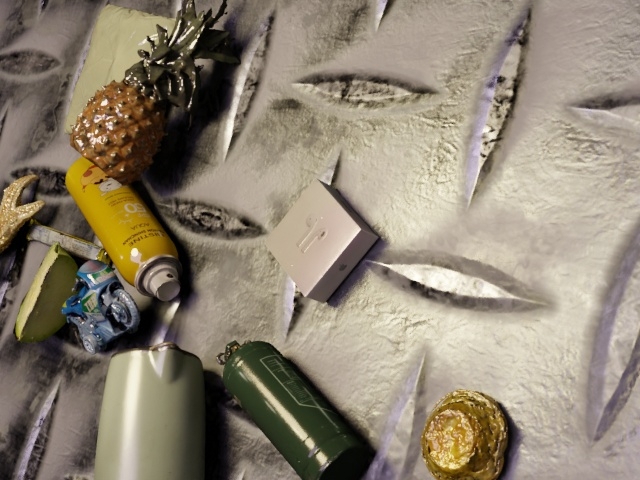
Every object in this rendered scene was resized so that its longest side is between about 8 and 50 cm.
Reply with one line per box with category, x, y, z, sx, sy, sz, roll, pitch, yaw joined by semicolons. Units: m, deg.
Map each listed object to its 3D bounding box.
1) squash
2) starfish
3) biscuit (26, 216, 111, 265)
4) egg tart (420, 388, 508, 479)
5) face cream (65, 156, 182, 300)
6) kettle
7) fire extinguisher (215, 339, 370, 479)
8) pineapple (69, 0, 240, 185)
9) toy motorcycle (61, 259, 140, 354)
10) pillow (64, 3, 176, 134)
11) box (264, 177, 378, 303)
squash;-0.499;0.099;1.760;0.192;0.085;0.184;-64;20;0
starfish;-0.635;-0.033;1.900;0.238;0.071;0.216;-17;62;39
biscuit;-0.489;0.005;1.801;0.292;0.026;0.048;16;89;42
egg tart;0.173;0.245;1.155;0.130;0.052;0.130;-17;62;36
face cream;-0.334;-0.019;1.629;0.105;0.105;0.348;-52;50;14
kettle;-0.268;0.301;1.442;0.240;0.165;0.255;139;133;-58
fire extinguisher;-0.057;0.231;1.326;0.095;0.114;0.311;-31;49;-20
pineapple;-0.271;-0.266;1.605;0.364;0.165;0.165;-49;50;3
toy motorcycle;-0.376;0.111;1.588;0.135;0.092;0.254;59;144;2
pillow;-0.379;-0.311;1.783;0.281;0.076;0.274;21;91;42
box;0.000;0.000;1.380;0.129;0.051;0.130;-51;51;14
